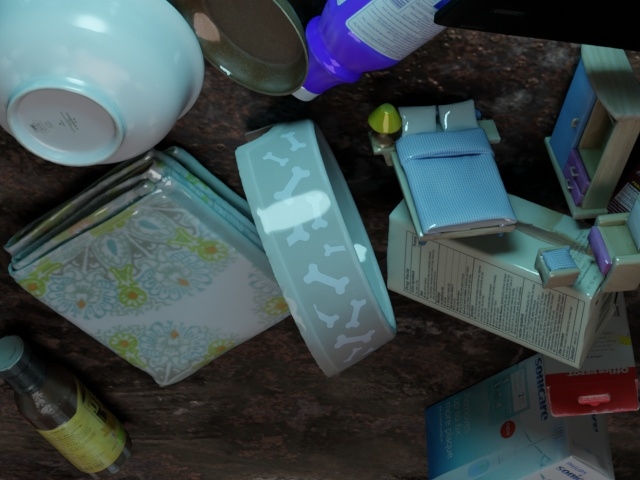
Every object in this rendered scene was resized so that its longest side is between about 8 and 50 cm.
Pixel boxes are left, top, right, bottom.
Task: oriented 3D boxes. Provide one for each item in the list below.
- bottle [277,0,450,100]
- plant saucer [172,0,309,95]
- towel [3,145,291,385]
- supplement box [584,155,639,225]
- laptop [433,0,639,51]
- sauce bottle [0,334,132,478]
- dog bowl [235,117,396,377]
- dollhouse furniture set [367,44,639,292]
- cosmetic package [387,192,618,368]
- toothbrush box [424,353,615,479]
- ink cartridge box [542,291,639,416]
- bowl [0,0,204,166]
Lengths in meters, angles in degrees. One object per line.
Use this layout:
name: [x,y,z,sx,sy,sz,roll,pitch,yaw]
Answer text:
bottle: [0.067,-0.264,1.656,0.118,0.092,0.283,27,135,-35]
plant saucer: [-0.088,-0.258,1.654,0.199,0.036,0.198,28,150,18]
towel: [-0.225,0.042,2.030,0.320,0.090,0.374,-30,130,24]
supplement box: [0.420,-0.044,1.890,0.073,0.130,0.239,40,137,6]
laptop: [0.371,-0.376,1.473,0.382,0.236,0.408,5,168,-18]
sauce bottle: [-0.435,0.278,2.328,0.111,0.111,0.344,-13,141,16]
dog bowl: [0.000,0.000,1.807,0.102,0.348,0.348,-22,138,6]
dollhouse furniture set: [0.232,-0.094,1.714,0.303,0.286,0.198,-5,143,-11]
cosmetic package: [0.249,0.032,1.886,0.296,0.129,0.153,23,140,21]
toothbrush box: [0.325,0.339,2.315,0.295,0.216,0.126,-30,133,34]
ink cartridge box: [0.402,0.179,2.099,0.134,0.231,0.078,-6,141,8]
bowl: [-0.299,-0.186,1.704,0.298,0.134,0.298,5,141,4]
